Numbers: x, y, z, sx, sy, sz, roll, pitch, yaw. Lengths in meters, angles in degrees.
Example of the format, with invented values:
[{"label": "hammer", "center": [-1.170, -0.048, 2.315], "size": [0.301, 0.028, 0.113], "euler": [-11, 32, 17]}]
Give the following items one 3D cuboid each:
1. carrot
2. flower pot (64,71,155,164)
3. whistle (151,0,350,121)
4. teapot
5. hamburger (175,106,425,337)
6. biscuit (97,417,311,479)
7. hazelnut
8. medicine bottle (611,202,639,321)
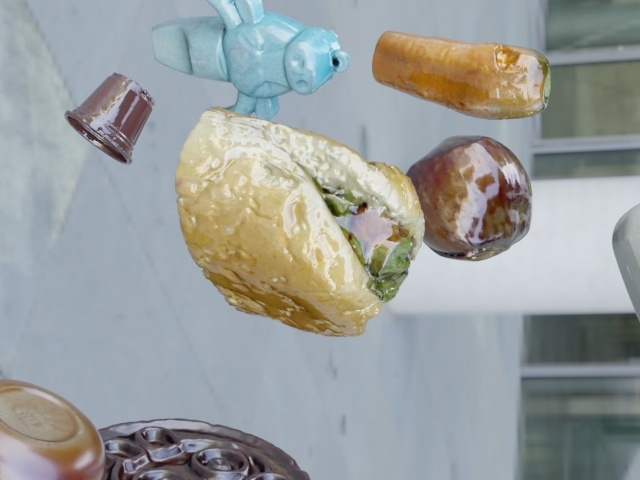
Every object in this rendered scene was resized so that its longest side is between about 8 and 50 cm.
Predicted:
[{"label": "carrot", "center": [0.152, -0.178, 1.450], "size": [0.087, 0.193, 0.087], "euler": [10, 90, -72]}, {"label": "flower pot", "center": [-0.268, -0.166, 1.754], "size": [0.089, 0.111, 0.111], "euler": [-54, 155, -12]}, {"label": "whistle", "center": [-0.085, -0.224, 1.577], "size": [0.093, 0.274, 0.186], "euler": [-46, 136, -45]}, {"label": "teapot", "center": [-0.324, 0.229, 1.337], "size": [0.252, 0.178, 0.135], "euler": [0, 117, -50]}, {"label": "hamburger", "center": [0.003, -0.001, 1.339], "size": [0.162, 0.209, 0.330], "euler": [-64, 149, -19]}, {"label": "biscuit", "center": [-0.198, 0.369, 1.945], "size": [0.407, 0.407, 0.091], "euler": [-51, 150, -68]}, {"label": "hazelnut", "center": [0.256, -0.073, 2.239], "size": [0.234, 0.218, 0.218], "euler": [-22, 117, -29]}, {"label": "medicine bottle", "center": [0.643, 0.023, 2.036], "size": [0.123, 0.375, 0.282], "euler": [125, -53, -70]}]
